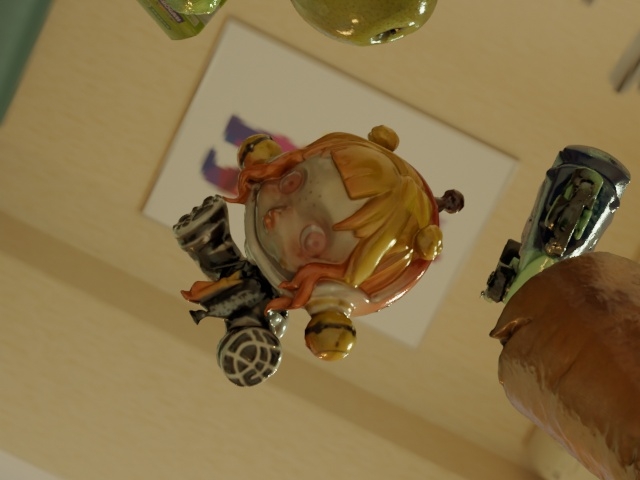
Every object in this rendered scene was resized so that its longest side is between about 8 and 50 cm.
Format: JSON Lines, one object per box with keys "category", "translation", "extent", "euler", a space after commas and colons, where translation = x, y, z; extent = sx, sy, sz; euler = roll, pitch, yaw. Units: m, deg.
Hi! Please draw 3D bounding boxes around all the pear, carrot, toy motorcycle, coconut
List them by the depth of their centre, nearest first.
{"category": "carrot", "translation": [0.287, 0.135, 1.172], "extent": [0.196, 0.196, 0.254], "euler": [-63, -160, 10]}
{"category": "toy motorcycle", "translation": [0.298, 0.001, 1.633], "extent": [0.196, 0.125, 0.331], "euler": [-56, 168, -30]}
{"category": "coconut", "translation": [-0.161, -0.334, 1.678], "extent": [0.088, 0.096, 0.088], "euler": [-3, 90, -69]}
{"category": "pear", "translation": [0.071, -0.460, 2.144], "extent": [0.294, 0.294, 0.294], "euler": [-64, -178, 4]}

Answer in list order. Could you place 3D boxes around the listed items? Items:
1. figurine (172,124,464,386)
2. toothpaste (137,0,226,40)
{"category": "figurine", "translation": [0.001, 0.002, 1.520], "extent": [0.323, 0.320, 0.196], "euler": [-31, 147, 16]}
{"category": "toothpaste", "translation": [-0.135, -0.426, 1.814], "extent": [0.077, 0.110, 0.327], "euler": [0, -132, 54]}
